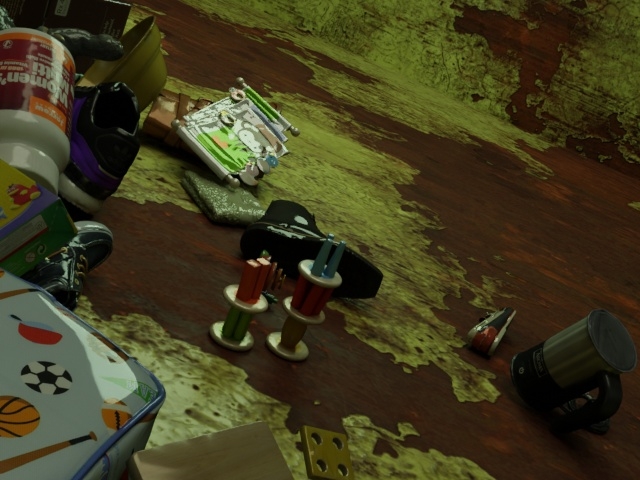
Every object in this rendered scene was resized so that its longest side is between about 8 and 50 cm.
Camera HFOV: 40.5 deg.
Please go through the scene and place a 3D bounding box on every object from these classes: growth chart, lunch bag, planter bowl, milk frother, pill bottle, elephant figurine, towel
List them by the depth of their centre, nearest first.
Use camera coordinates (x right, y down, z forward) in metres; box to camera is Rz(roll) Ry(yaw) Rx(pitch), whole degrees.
[{"bbox_3d":[-0.282,0.112,0.615,0.303,0.115,0.243,27,23,8],"label":"lunch bag"},{"bbox_3d":[-0.360,-0.140,1.038,0.121,0.121,0.221,12,49,-27],"label":"pill bottle"},{"bbox_3d":[0.342,0.171,1.088,0.143,0.135,0.129,1,60,-39],"label":"milk frother"},{"bbox_3d":[-0.457,-0.275,1.303,0.239,0.186,0.169,39,41,-6],"label":"elephant figurine"},{"bbox_3d":[-0.142,-0.063,1.308,0.110,0.027,0.148,8,25,-33],"label":"towel"},{"bbox_3d":[-0.130,-0.174,1.405,0.172,0.021,0.237,39,39,5],"label":"growth chart"},{"bbox_3d":[-0.319,-0.262,1.428,0.090,0.217,0.217,45,11,-26],"label":"planter bowl"}]

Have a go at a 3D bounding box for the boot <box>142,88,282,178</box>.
[{"bbox_3d":[-0.189,-0.208,1.527,0.220,0.109,0.283,20,30,-8],"label":"boot"}]

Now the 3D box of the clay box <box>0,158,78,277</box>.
[{"bbox_3d":[-0.353,-0.027,0.843,0.222,0.053,0.127,28,57,36],"label":"clay box"}]

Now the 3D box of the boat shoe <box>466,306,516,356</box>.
[{"bbox_3d":[0.245,0.123,1.236,0.043,0.049,0.137,27,25,16],"label":"boat shoe"}]

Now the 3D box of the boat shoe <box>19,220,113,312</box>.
[{"bbox_3d":[-0.263,0.038,0.890,0.083,0.065,0.183,32,29,20],"label":"boat shoe"}]

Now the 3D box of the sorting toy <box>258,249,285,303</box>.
[{"bbox_3d":[-0.064,0.048,1.072,0.042,0.061,0.102,23,2,-4],"label":"sorting toy"}]

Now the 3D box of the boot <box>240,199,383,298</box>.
[{"bbox_3d":[0.000,0.000,1.213,0.198,0.076,0.137,24,27,0],"label":"boot"}]

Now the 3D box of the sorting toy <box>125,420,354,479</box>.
[{"bbox_3d":[-0.065,0.210,0.639,0.275,0.046,0.132,-2,56,-49],"label":"sorting toy"}]

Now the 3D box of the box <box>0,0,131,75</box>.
[{"bbox_3d":[-0.486,-0.399,1.569,0.203,0.168,0.167,37,24,32],"label":"box"}]

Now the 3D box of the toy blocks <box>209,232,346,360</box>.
[{"bbox_3d":[-0.043,0.054,0.954,0.123,0.148,0.054,14,22,-24],"label":"toy blocks"}]

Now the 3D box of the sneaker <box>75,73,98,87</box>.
[{"bbox_3d":[-0.391,-0.266,1.536,0.098,0.038,0.069,32,19,-2],"label":"sneaker"}]

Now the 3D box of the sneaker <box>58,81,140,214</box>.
[{"bbox_3d":[-0.310,-0.161,1.171,0.102,0.146,0.293,34,12,-43],"label":"sneaker"}]
